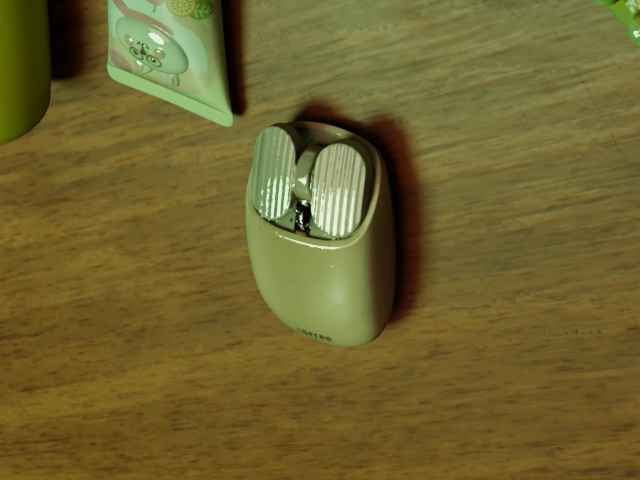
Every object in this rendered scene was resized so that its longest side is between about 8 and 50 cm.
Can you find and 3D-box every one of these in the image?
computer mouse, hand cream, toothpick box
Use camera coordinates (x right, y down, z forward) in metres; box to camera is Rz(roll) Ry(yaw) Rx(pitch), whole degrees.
[{"bbox_3d":[0.000,0.000,1.697,0.145,0.082,0.236,18,129,26],"label":"computer mouse"},{"bbox_3d":[-0.142,-0.243,1.640,0.147,0.093,0.306,23,140,21],"label":"hand cream"},{"bbox_3d":[-0.343,-0.238,1.717,0.175,0.175,0.271,21,127,22],"label":"toothpick box"}]

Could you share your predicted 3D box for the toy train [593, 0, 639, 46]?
[{"bbox_3d":[0.231,-0.208,1.279,0.369,0.237,0.150,45,133,1],"label":"toy train"}]
